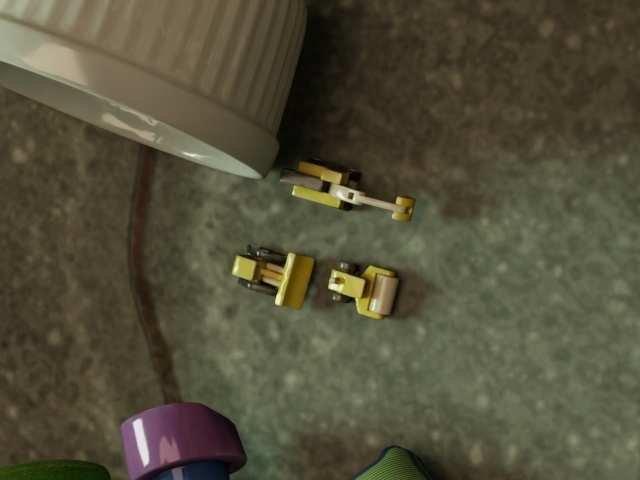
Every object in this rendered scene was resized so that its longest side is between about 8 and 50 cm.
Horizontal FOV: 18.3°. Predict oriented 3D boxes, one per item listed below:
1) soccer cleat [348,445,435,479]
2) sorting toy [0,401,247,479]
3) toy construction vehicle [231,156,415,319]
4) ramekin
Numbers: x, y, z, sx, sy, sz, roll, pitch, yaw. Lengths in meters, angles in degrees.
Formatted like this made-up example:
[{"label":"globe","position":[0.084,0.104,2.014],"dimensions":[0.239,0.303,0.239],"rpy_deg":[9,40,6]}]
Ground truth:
[{"label":"soccer cleat","position":[-0.032,0.222,1.103],"dimensions":[0.289,0.093,0.121],"rpy_deg":[-39,41,24]},{"label":"sorting toy","position":[-0.191,0.209,1.135],"dimensions":[0.365,0.127,0.126],"rpy_deg":[-23,69,23]},{"label":"toy construction vehicle","position":[0.000,0.000,1.113],"dimensions":[0.098,0.035,0.086],"rpy_deg":[20,96,26]},{"label":"ramekin","position":[-0.105,-0.120,1.084],"dimensions":[0.207,0.207,0.109],"rpy_deg":[20,87,26]}]
